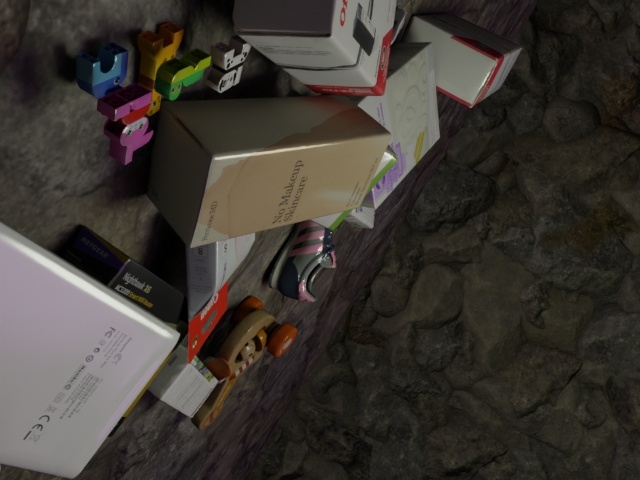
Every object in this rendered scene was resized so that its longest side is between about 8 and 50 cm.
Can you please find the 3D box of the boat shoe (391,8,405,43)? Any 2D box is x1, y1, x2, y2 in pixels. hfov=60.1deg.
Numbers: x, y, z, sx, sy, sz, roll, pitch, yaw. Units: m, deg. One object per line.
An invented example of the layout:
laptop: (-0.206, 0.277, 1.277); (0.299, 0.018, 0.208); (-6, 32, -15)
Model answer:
boat shoe: (0.146, -0.429, 1.146); (0.100, 0.035, 0.035); (-63, 164, -8)

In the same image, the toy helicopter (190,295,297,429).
toy helicopter: (-0.217, 0.311, 1.281); (0.355, 0.140, 0.235); (-61, 164, 20)

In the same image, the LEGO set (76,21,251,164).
LEGO set: (-0.171, -0.154, 0.572); (0.227, 0.087, 0.093); (-51, 168, -49)

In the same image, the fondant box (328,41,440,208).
fondant box: (0.144, -0.256, 1.201); (0.330, 0.096, 0.238); (-46, 136, -37)

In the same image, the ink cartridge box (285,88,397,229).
ink cartridge box: (-0.021, -0.151, 0.967); (0.255, 0.097, 0.189); (26, 116, -39)

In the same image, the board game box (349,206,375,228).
board game box: (0.096, -0.141, 1.389); (0.305, 0.053, 0.193); (21, 75, -75)

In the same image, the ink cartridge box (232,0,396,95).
ink cartridge box: (0.011, -0.305, 0.675); (0.273, 0.114, 0.197); (-6, 103, -71)

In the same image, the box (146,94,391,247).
box: (-0.064, -0.107, 0.760); (0.311, 0.121, 0.148); (-17, 142, -40)

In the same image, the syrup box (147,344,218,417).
syrup box: (-0.276, 0.257, 1.047); (0.096, 0.093, 0.237); (-53, 165, -19)

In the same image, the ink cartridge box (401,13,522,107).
ink cartridge box: (0.345, -0.455, 1.367); (0.306, 0.226, 0.131); (-35, 154, -55)

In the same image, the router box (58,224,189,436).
router box: (-0.301, 0.143, 0.753); (0.243, 0.081, 0.309); (-55, 165, -12)

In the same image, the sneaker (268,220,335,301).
sneaker: (0.000, 0.000, 1.347); (0.319, 0.131, 0.112); (-64, 165, 4)

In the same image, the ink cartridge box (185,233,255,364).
ink cartridge box: (-0.157, 0.056, 0.895); (0.189, 0.066, 0.232); (-64, 156, -65)

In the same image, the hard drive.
hard drive: (-0.299, 0.114, 0.546); (0.203, 0.040, 0.307); (-55, 142, -13)
